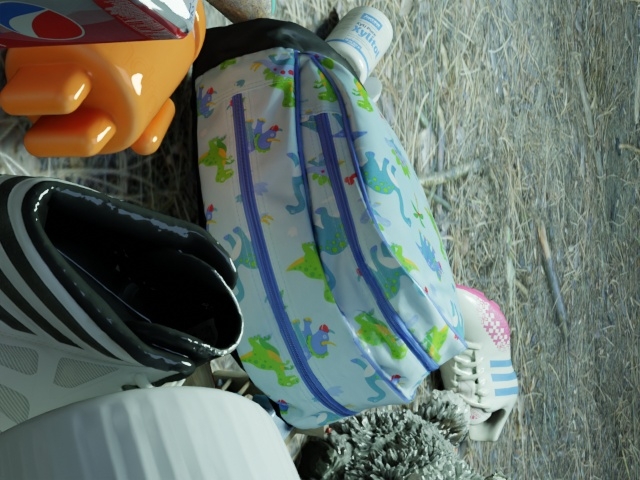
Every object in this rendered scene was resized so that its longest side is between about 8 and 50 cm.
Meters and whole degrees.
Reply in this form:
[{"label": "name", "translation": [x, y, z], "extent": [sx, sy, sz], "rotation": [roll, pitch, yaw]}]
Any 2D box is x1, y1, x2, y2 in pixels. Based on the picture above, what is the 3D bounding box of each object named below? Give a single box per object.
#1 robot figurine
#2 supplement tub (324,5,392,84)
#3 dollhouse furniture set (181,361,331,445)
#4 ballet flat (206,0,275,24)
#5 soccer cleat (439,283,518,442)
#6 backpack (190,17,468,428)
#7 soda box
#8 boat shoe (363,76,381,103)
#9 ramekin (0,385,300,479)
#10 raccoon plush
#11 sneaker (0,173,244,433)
[{"label": "robot figurine", "translation": [-0.175, -0.157, 0.975], "extent": [0.158, 0.128, 0.219], "rotation": [36, 49, -11]}, {"label": "supplement tub", "translation": [0.040, -0.236, 1.448], "extent": [0.107, 0.071, 0.071], "rotation": [-59, 141, -43]}, {"label": "dollhouse furniture set", "translation": [-0.086, 0.144, 1.163], "extent": [0.129, 0.129, 0.183], "rotation": [-46, 132, -52]}, {"label": "ballet flat", "translation": [-0.136, -0.326, 1.091], "extent": [0.106, 0.108, 0.316], "rotation": [-37, 121, -32]}, {"label": "soccer cleat", "translation": [0.238, 0.198, 1.814], "extent": [0.331, 0.116, 0.143], "rotation": [59, 41, -47]}, {"label": "backpack", "translation": [0.000, 0.000, 1.115], "extent": [0.290, 0.273, 0.355], "rotation": [60, 31, -48]}, {"label": "soda box", "translation": [-0.205, -0.181, 0.760], "extent": [0.083, 0.263, 0.092], "rotation": [33, 63, -61]}, {"label": "boat shoe", "translation": [0.054, -0.172, 1.526], "extent": [0.035, 0.035, 0.100], "rotation": [102, 6, -52]}, {"label": "ramekin", "translation": [-0.132, 0.214, 0.802], "extent": [0.277, 0.277, 0.135], "rotation": [41, 24, -57]}, {"label": "raccoon plush", "translation": [0.173, 0.284, 1.461], "extent": [0.446, 0.299, 0.216], "rotation": [-45, 124, -47]}, {"label": "sneaker", "translation": [-0.161, 0.124, 0.876], "extent": [0.169, 0.258, 0.447], "rotation": [-67, 146, -36]}]
